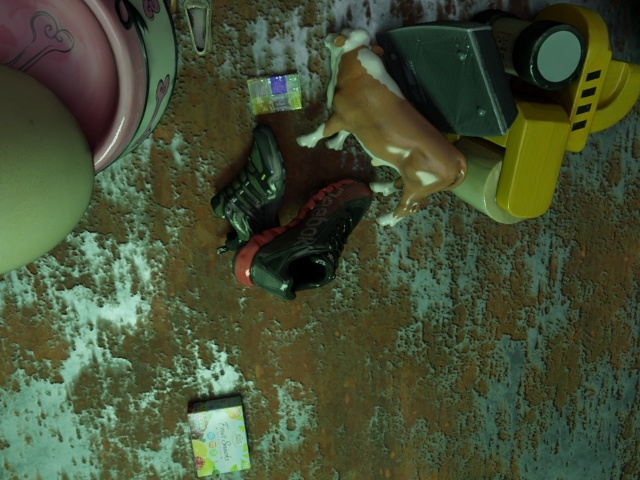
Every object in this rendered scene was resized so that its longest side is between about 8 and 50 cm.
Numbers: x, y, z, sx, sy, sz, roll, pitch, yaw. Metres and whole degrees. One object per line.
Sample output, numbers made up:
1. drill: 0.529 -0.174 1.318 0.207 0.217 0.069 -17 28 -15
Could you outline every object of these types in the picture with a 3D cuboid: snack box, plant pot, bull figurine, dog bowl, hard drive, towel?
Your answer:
1. snack box: -0.188 0.364 1.383 0.100 0.037 0.141 -8 112 -7
2. plant pot: -0.447 -0.060 0.924 0.284 0.191 0.284 0 121 0
3. bull figurine: 0.082 -0.175 1.144 0.310 0.101 0.188 48 127 6
4. dog bowl: -0.409 -0.247 1.011 0.407 0.150 0.408 0 120 0
5. hard drive: 0.184 -0.242 1.092 0.054 0.254 0.172 -31 113 -14
6. towel: -0.072 -0.232 1.181 0.083 0.009 0.060 -7 111 -5

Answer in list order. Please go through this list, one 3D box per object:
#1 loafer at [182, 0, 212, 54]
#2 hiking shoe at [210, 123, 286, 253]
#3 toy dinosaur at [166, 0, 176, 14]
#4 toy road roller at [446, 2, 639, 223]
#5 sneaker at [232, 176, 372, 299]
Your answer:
1. loafer: -0.182 -0.339 1.107 0.045 0.039 0.125 -7 112 -4
2. hiking shoe: -0.118 -0.074 1.195 0.114 0.086 0.227 -1 112 -12
3. toy dinosaur: -0.233 -0.379 1.059 0.211 0.064 0.112 -13 120 5
4. toy road roller: 0.352 -0.198 1.162 0.240 0.202 0.330 3 111 -21
5. sneaker: 0.000 0.000 1.171 0.276 0.135 0.098 -37 138 -27
